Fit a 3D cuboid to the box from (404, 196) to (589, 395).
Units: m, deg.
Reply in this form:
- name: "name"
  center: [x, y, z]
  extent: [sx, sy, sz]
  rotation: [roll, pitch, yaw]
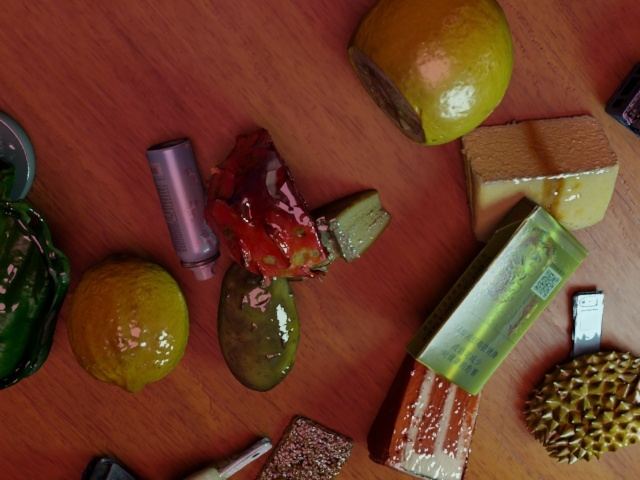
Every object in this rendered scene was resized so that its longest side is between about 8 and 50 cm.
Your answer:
- name: "box"
  center: [0.291, 0.096, 1.449]
  extent: [0.173, 0.043, 0.311]
  rotation: [34, 96, -38]

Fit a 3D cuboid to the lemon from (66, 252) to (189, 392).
- name: "lemon"
  center: [-0.307, 0.129, 1.421]
  extent: [0.192, 0.192, 0.231]
  rotation: [-12, 75, 0]

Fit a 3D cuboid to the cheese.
- name: "cheese"
  center: [-0.188, 0.421, 1.572]
  extent: [0.235, 0.127, 0.049]
  rotation: [-35, 67, -4]

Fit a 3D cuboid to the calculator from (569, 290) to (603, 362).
- name: "calculator"
  center: [0.468, 0.169, 1.570]
  extent: [0.057, 0.018, 0.172]
  rotation: [-4, 109, -1]

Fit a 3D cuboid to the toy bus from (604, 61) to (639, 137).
- name: "toy bus"
  center: [0.607, -0.165, 1.419]
  extent: [0.292, 0.133, 0.125]
  rotation: [33, 97, -10]

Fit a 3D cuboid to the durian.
- name: "durian"
  center: [0.484, 0.281, 1.553]
  extent: [0.260, 0.154, 0.186]
  rotation: [-40, 90, 5]

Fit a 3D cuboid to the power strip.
- name: "power strip"
  center: [-0.539, -0.098, 1.417]
  extent: [0.137, 0.044, 0.216]
  rotation: [39, 101, -14]

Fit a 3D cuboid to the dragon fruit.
- name: "dragon fruit"
  center: [-0.104, -0.044, 1.356]
  extent: [0.161, 0.126, 0.274]
  rotation: [-27, 75, 4]

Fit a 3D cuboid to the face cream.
- name: "face cream"
  center: [-0.216, -0.046, 1.436]
  extent: [0.075, 0.075, 0.229]
  rotation: [-13, 108, 1]

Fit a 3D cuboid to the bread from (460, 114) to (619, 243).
- name: "bread"
  center: [0.351, -0.095, 1.480]
  extent: [0.240, 0.135, 0.178]
  rotation: [-7, 141, -2]

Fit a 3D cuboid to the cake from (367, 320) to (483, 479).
- name: "cake"
  center: [0.192, 0.297, 1.578]
  extent: [0.158, 0.159, 0.262]
  rotation: [22, 70, -9]

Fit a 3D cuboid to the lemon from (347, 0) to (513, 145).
- name: "lemon"
  center: [0.175, -0.276, 1.308]
  extent: [0.219, 0.240, 0.240]
  rotation: [-41, 105, -4]

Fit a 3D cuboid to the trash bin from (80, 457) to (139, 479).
- name: "trash bin"
  center: [-0.411, 0.519, 1.548]
  extent: [0.234, 0.184, 0.162]
  rotation: [-43, 103, 15]

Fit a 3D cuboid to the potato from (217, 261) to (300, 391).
- name: "potato"
  center: [-0.103, 0.139, 1.470]
  extent: [0.149, 0.113, 0.251]
  rotation: [11, 122, 30]

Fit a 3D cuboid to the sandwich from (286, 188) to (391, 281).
- name: "sandwich"
  center: [0.000, 0.000, 1.455]
  extent: [0.244, 0.088, 0.090]
  rotation: [-24, 111, 4]

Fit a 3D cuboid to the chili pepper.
- name: "chili pepper"
  center: [-0.494, 0.054, 1.385]
  extent: [0.213, 0.167, 0.384]
  rotation: [10, 119, -8]

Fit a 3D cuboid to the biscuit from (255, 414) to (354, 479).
- name: "biscuit"
  center: [-0.045, 0.434, 1.618]
  extent: [0.131, 0.025, 0.230]
  rotation: [27, 103, -10]
